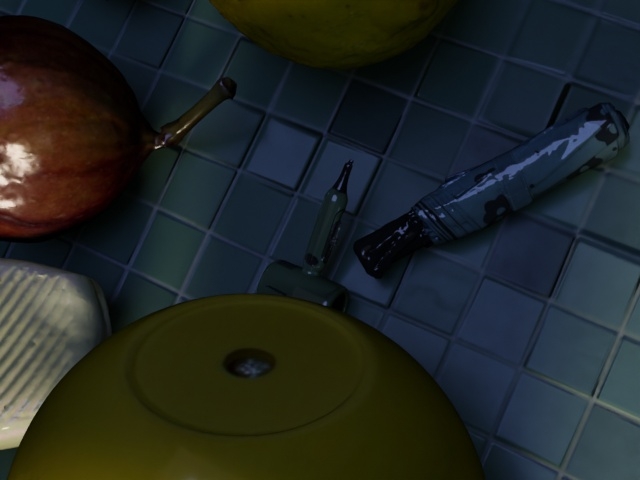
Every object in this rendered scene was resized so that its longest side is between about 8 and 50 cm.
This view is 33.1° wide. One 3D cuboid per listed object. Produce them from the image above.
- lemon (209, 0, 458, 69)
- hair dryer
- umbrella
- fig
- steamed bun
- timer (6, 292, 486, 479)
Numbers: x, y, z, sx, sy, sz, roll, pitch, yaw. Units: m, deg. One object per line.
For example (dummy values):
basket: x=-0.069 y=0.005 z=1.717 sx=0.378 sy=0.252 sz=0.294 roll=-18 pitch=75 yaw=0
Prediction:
lemon: x=-0.002 y=-0.283 z=0.913 sx=0.253 sy=0.253 sz=0.310 roll=-40 pitch=66 yaw=4
hair dryer: x=0.000 y=0.000 z=0.924 sx=0.071 sy=0.047 sz=0.150 roll=23 pitch=103 yaw=22
umbrella: x=0.141 y=-0.044 z=0.909 sx=0.250 sy=0.052 sz=0.053 roll=-28 pitch=25 yaw=10
fig: x=-0.228 y=-0.096 z=0.989 sx=0.250 sy=0.186 sz=0.203 roll=5 pitch=98 yaw=-24
steamed bun: x=-0.305 y=0.109 z=0.957 sx=0.239 sy=0.152 sz=0.169 roll=0 pitch=70 yaw=-8
timer: x=-0.048 y=0.242 z=0.768 sx=0.376 sy=0.376 sz=0.386 roll=10 pitch=122 yaw=19
